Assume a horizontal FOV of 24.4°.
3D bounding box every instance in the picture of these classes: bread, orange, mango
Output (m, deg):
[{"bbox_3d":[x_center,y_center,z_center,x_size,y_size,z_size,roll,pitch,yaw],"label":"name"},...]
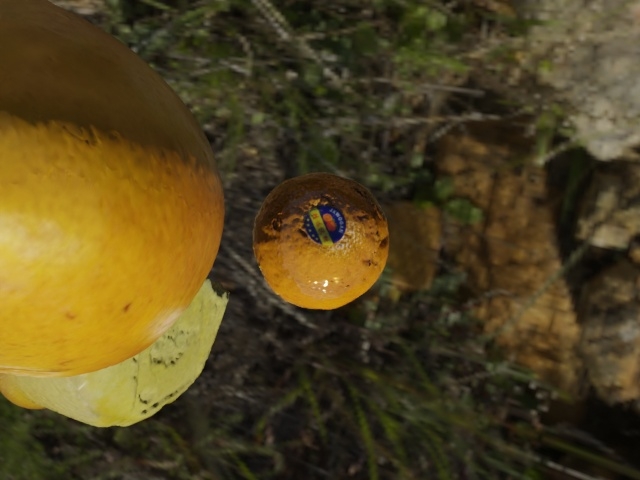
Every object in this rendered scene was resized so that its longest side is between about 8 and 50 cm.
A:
[{"bbox_3d":[-0.121,0.040,0.811,0.125,0.086,0.156,-63,154,-17],"label":"bread"},{"bbox_3d":[0.000,0.002,1.442,0.135,0.135,0.117,-51,169,-19],"label":"orange"},{"bbox_3d":[-0.118,-0.024,0.531,0.187,0.257,0.138,43,86,-19],"label":"mango"}]
